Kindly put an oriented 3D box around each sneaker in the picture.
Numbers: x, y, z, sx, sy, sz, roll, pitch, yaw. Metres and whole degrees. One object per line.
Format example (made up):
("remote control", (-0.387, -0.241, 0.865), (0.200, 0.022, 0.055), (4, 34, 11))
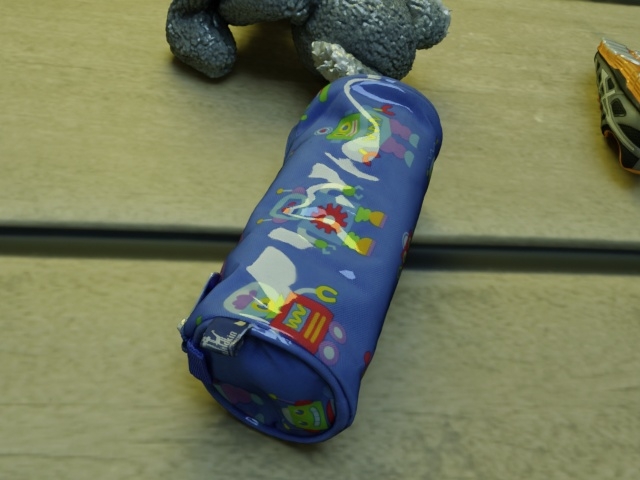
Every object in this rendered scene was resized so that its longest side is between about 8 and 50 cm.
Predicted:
("sneaker", (0.312, -0.141, 0.852), (0.084, 0.083, 0.215), (18, 30, -2))

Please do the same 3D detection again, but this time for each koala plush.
("koala plush", (0.002, -0.221, 0.795), (0.221, 0.203, 0.196), (41, 53, 7))

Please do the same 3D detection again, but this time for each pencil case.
("pencil case", (0.000, 0.000, 0.634), (0.133, 0.119, 0.306), (18, 48, 7))
